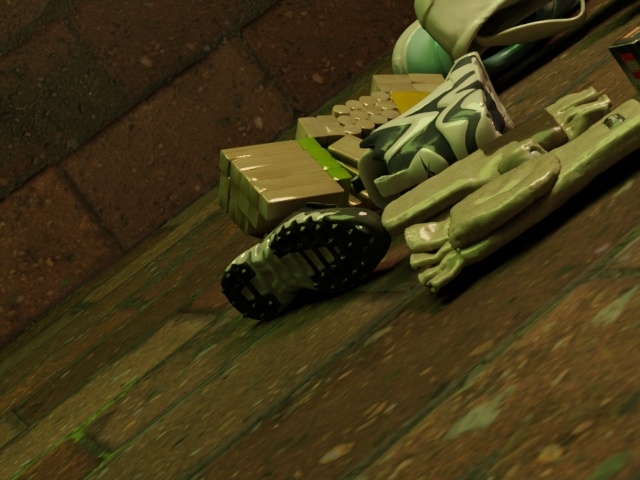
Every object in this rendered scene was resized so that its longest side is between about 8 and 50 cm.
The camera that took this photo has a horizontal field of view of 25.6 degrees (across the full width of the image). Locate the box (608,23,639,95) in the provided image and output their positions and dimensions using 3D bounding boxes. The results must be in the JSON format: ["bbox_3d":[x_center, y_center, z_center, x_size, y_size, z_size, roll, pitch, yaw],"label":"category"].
[{"bbox_3d":[0.266,-0.116,0.736,0.207,0.114,0.036,-37,9,-6],"label":"box"}]

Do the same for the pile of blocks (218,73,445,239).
[{"bbox_3d":[0.038,-0.066,1.483,0.362,0.149,0.113,-32,-40,-44],"label":"pile of blocks"}]

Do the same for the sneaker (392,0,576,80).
[{"bbox_3d":[0.263,-0.303,1.781,0.366,0.135,0.150,-45,23,-15],"label":"sneaker"}]

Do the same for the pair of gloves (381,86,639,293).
[{"bbox_3d":[0.146,-0.044,1.062,0.204,0.042,0.240,-32,11,3],"label":"pair of gloves"}]

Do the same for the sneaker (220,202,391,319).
[{"bbox_3d":[0.000,0.000,1.270,0.106,0.078,0.234,-45,10,-33],"label":"sneaker"}]

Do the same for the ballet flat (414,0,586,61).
[{"bbox_3d":[0.305,-0.319,1.622,0.400,0.139,0.139,-26,10,10],"label":"ballet flat"}]

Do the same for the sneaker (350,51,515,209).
[{"bbox_3d":[0.100,-0.095,1.329,0.153,0.094,0.235,-25,21,14],"label":"sneaker"}]
